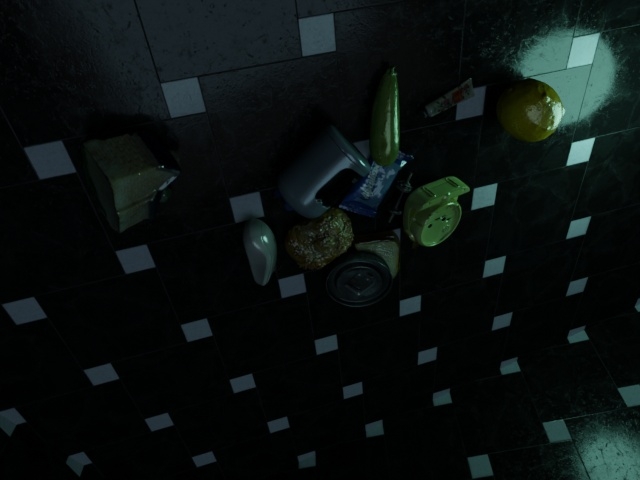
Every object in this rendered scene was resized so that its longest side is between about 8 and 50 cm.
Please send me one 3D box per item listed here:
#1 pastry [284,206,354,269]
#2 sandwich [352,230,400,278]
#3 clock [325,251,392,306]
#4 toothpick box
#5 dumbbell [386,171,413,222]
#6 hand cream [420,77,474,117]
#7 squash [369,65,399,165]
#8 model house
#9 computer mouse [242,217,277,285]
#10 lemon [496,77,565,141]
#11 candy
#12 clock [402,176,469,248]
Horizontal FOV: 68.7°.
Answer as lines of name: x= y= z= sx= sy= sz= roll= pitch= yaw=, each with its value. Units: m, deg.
pastry: x=0.000 y=0.000 z=2.004 sx=0.311 sy=0.162 sz=0.255 roll=-33 pitch=131 yaw=9
sandwich: x=0.258 y=0.075 z=2.189 sx=0.226 sy=0.087 sz=0.251 roll=-5 pitch=128 yaw=0
clock: x=0.176 y=0.183 z=2.172 sx=0.313 sy=0.061 sz=0.312 roll=-1 pitch=129 yaw=-1
toothpick box: x=-0.018 y=-0.247 z=1.779 sx=0.355 sy=0.263 sz=0.263 roll=-42 pitch=127 yaw=15
dumbbell: x=0.343 y=-0.186 z=2.031 sx=0.082 sy=0.081 sz=0.254 roll=5 pitch=125 yaw=-22
hand cream: x=0.502 y=-0.550 z=1.841 sx=0.234 sy=0.050 sz=0.080 roll=-30 pitch=126 yaw=-4
squash: x=0.242 y=-0.460 z=1.765 sx=0.118 sy=0.118 sz=0.370 roll=-9 pitch=116 yaw=-13
model house: x=-0.629 y=-0.214 z=1.608 sx=0.284 sy=0.243 sz=0.298 roll=-26 pitch=162 yaw=-31
computer mouse: x=-0.237 y=0.043 z=1.948 sx=0.121 sy=0.184 sz=0.296 roll=-11 pitch=122 yaw=3
lemon: x=0.832 y=-0.514 z=1.862 sx=0.288 sy=0.233 sz=0.233 roll=27 pitch=114 yaw=-20
candy: x=0.230 y=-0.244 z=1.957 sx=0.187 sy=0.077 sz=0.331 roll=18 pitch=116 yaw=-22
clock: x=0.504 y=-0.101 z=2.087 sx=0.286 sy=0.117 sz=0.348 roll=-22 pitch=137 yaw=-22
